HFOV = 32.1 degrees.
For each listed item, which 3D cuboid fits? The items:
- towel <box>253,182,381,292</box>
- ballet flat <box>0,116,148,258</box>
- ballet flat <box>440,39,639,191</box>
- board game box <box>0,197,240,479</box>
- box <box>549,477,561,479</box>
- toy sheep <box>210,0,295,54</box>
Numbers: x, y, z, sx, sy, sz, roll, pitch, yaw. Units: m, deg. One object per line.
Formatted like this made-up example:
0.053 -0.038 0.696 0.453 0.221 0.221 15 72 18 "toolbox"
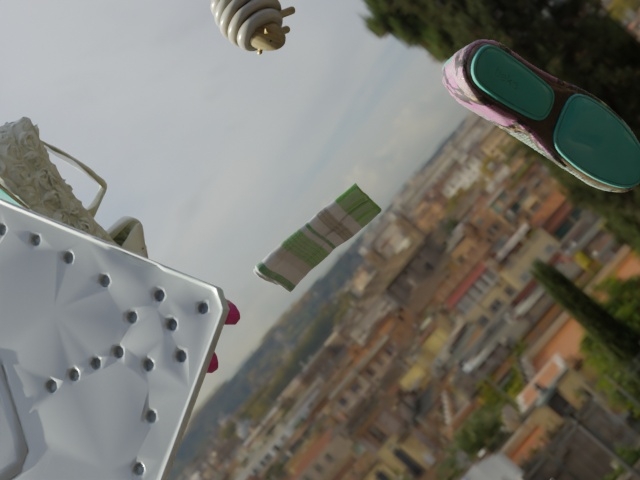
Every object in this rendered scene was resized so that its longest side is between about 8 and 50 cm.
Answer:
0.000 0.000 1.280 0.152 0.023 0.113 -39 -17 6 "towel"
-0.342 -0.020 1.644 0.147 0.409 0.147 -31 27 18 "ballet flat"
0.208 -0.116 1.050 0.077 0.221 0.079 -64 18 -9 "ballet flat"
-0.294 0.165 0.962 0.050 0.390 0.390 20 -90 -65 "board game box"
0.193 0.350 0.686 0.293 0.295 0.073 -58 -15 -2 "box"
-0.088 -0.280 1.354 0.091 0.132 0.091 -34 -23 -17 "toy sheep"
